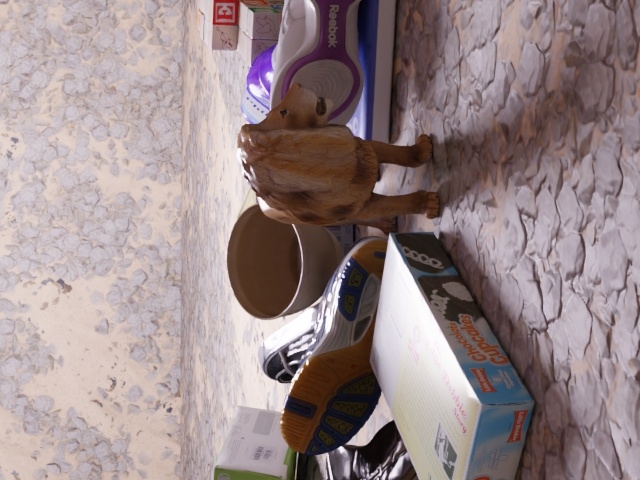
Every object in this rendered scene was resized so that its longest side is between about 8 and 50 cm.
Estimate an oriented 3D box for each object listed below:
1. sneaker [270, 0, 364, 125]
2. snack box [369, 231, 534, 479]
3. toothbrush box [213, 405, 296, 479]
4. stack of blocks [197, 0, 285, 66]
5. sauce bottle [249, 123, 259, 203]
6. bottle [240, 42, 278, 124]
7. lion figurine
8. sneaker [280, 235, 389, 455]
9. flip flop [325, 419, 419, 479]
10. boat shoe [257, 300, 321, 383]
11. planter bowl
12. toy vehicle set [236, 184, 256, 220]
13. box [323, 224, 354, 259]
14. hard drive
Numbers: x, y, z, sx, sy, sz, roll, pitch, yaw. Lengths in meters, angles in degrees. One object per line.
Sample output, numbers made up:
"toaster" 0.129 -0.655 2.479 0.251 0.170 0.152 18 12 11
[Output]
"sneaker" 0.001 -0.261 1.502 0.152 0.114 0.305 -122 43 -75
"snack box" 0.130 0.149 1.243 0.322 0.060 0.187 -113 26 -56
"toothbrush box" -0.115 0.463 1.990 0.206 0.122 0.283 -70 -12 -67
"stack of blocks" -0.100 -0.359 1.904 0.297 0.171 0.087 -125 36 -65
"sauce bottle" -0.054 -0.097 1.867 0.111 0.111 0.344 135 132 -71
"bottle" -0.051 -0.226 1.692 0.092 0.118 0.283 -60 3 -12
"lion figurine" -0.006 -0.068 1.404 0.392 0.240 0.142 135 132 -72
"sneaker" 0.035 0.134 1.485 0.131 0.112 0.296 -113 47 -79
"flip flop" 0.078 0.295 1.447 0.277 0.080 0.112 -45 41 50
"boat shoe" -0.001 0.172 1.672 0.306 0.113 0.105 -39 57 53
"planter bowl" -0.039 0.027 1.599 0.162 0.109 0.162 3 94 47
"toy vehicle set" -0.125 -0.024 2.293 0.267 0.035 0.166 123 144 -66
"box" 0.000 0.000 1.727 0.137 0.072 0.126 -176 84 -75
"hard drive" 0.055 -0.300 1.559 0.210 0.040 0.318 -139 50 -71
